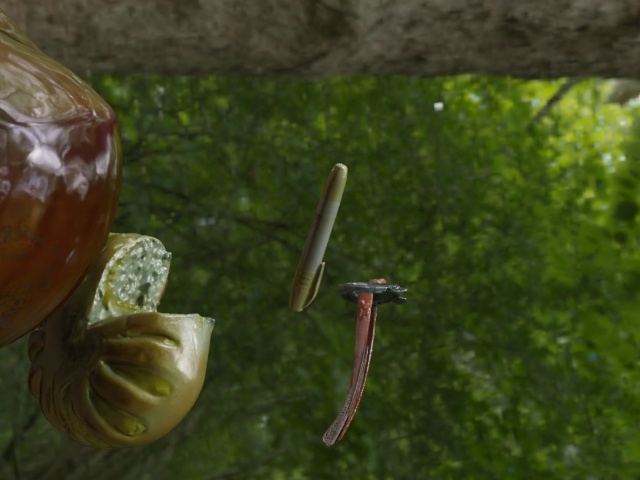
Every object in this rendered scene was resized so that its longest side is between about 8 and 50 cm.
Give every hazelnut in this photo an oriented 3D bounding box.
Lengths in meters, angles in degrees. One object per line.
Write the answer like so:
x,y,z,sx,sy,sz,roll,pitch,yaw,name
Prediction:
-0.374,-0.080,0.923,0.409,0.359,0.359,48,-28,8,hazelnut

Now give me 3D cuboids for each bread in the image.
-0.323,0.153,1.593,0.160,0.333,0.333,28,42,-61,bread

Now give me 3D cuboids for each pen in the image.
0.000,0.000,1.519,0.032,0.040,0.233,-43,153,-68,pen

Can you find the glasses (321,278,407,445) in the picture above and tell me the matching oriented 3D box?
0.075,0.194,1.698,0.234,0.118,0.268,67,27,-82,glasses
